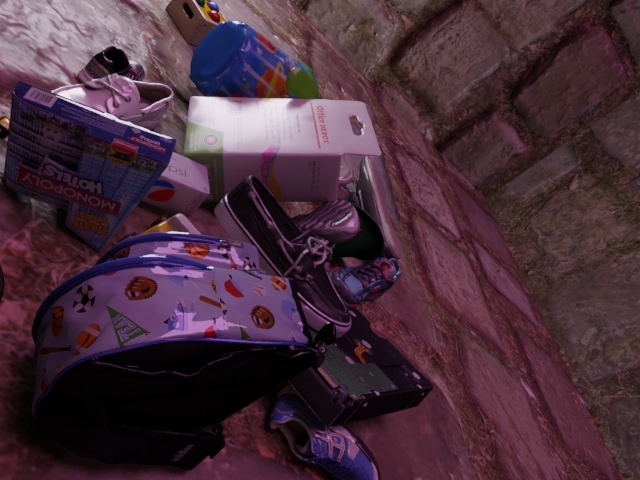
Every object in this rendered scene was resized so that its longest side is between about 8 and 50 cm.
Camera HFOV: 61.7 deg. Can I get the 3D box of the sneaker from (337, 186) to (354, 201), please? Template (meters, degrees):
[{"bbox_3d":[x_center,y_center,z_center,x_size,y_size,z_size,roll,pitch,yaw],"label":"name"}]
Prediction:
[{"bbox_3d":[0.034,-0.186,1.516,0.190,0.083,0.071,57,27,12],"label":"sneaker"}]

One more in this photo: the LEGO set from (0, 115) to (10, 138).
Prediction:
[{"bbox_3d":[-0.486,-0.155,0.631,0.244,0.060,0.182,23,41,-47],"label":"LEGO set"}]

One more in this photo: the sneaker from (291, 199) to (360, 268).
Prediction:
[{"bbox_3d":[0.000,0.000,1.030,0.105,0.281,0.115,-35,101,-26],"label":"sneaker"}]

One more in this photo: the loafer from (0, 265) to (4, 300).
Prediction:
[{"bbox_3d":[-0.361,0.089,0.489,0.078,0.080,0.220,34,31,-34],"label":"loafer"}]

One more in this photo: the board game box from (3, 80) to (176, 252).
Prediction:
[{"bbox_3d":[-0.314,-0.079,0.705,0.194,0.194,0.060,19,39,-18],"label":"board game box"}]

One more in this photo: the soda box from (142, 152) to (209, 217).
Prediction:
[{"bbox_3d":[-0.290,-0.115,0.862,0.216,0.069,0.074,22,38,-36],"label":"soda box"}]

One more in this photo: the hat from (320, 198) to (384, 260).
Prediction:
[{"bbox_3d":[0.013,0.019,1.223,0.208,0.173,0.183,29,50,18],"label":"hat"}]

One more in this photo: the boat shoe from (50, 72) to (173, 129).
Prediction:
[{"bbox_3d":[-0.355,-0.243,0.916,0.098,0.096,0.277,52,25,-2],"label":"boat shoe"}]

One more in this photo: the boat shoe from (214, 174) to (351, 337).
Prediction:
[{"bbox_3d":[-0.038,0.024,0.894,0.306,0.105,0.113,50,19,3],"label":"boat shoe"}]

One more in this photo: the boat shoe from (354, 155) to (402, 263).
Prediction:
[{"bbox_3d":[0.135,-0.084,1.475,0.112,0.095,0.335,37,36,-55],"label":"boat shoe"}]

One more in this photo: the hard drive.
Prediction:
[{"bbox_3d":[0.040,0.202,0.938,0.237,0.064,0.339,43,13,30],"label":"hard drive"}]

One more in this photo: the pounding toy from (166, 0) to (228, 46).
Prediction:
[{"bbox_3d":[-0.285,-0.576,1.475,0.181,0.094,0.206,58,26,13],"label":"pounding toy"}]

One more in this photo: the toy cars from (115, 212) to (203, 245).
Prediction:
[{"bbox_3d":[-0.158,0.032,0.898,0.394,0.087,0.176,21,39,-48],"label":"toy cars"}]

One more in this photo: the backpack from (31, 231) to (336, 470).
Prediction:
[{"bbox_3d":[-0.170,0.112,0.593,0.263,0.276,0.213,8,44,-47],"label":"backpack"}]

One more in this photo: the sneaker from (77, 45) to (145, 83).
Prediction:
[{"bbox_3d":[-0.377,-0.326,1.012,0.063,0.075,0.170,50,25,-4],"label":"sneaker"}]

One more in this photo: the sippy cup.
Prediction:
[{"bbox_3d":[-0.160,-0.354,1.194,0.224,0.305,0.240,35,42,-49],"label":"sippy cup"}]

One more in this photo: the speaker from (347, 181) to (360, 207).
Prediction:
[{"bbox_3d":[0.111,-0.102,1.565,0.136,0.055,0.055,51,25,-3],"label":"speaker"}]

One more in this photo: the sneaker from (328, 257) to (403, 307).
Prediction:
[{"bbox_3d":[0.109,0.079,1.241,0.104,0.125,0.262,57,25,12],"label":"sneaker"}]

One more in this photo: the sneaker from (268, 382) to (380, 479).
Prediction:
[{"bbox_3d":[0.002,0.318,0.820,0.211,0.080,0.081,43,31,3],"label":"sneaker"}]

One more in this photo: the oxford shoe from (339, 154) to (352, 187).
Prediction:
[{"bbox_3d":[-0.034,-0.329,1.485,0.169,0.130,0.449,-2,53,-33],"label":"oxford shoe"}]

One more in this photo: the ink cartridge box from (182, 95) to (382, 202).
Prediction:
[{"bbox_3d":[-0.077,-0.179,1.046,0.354,0.119,0.207,-1,44,-8],"label":"ink cartridge box"}]
